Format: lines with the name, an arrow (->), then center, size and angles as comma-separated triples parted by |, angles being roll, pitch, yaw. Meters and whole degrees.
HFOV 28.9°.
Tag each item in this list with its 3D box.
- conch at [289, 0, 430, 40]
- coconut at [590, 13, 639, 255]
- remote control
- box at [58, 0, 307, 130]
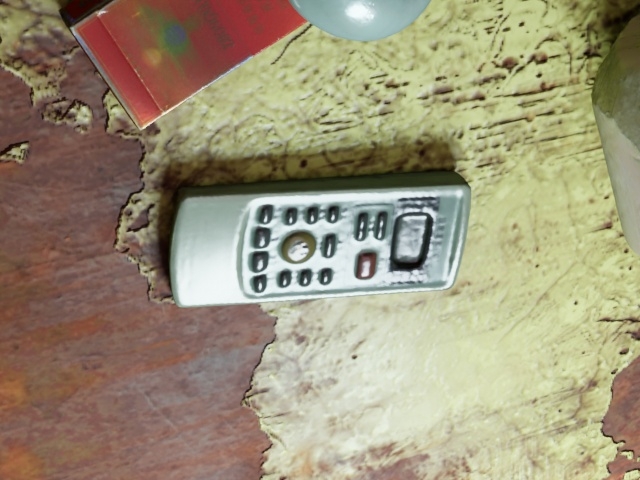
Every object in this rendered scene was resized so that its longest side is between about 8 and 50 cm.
conch -> 0.043, -0.262, 0.961 | 0.221, 0.121, 0.185 | -51, 150, -22
coconut -> 0.373, -0.089, 1.129 | 0.239, 0.239, 0.244 | -25, 119, -7
remote control -> 0.000, 0.000, 1.145 | 0.285, 0.038, 0.123 | -3, 118, -20
box -> -0.105, -0.182, 0.999 | 0.175, 0.048, 0.112 | -33, 125, -3
